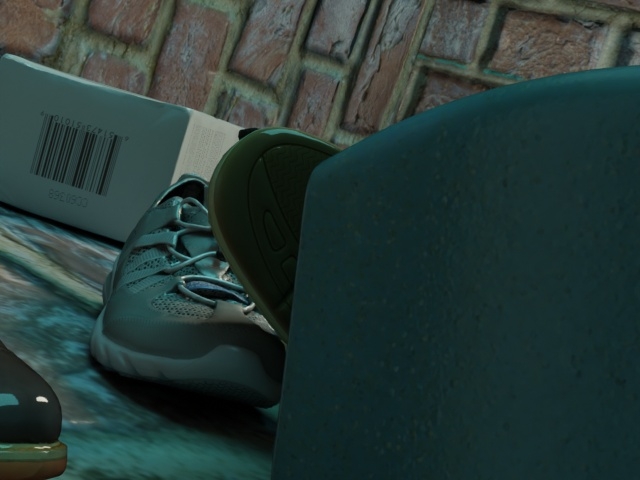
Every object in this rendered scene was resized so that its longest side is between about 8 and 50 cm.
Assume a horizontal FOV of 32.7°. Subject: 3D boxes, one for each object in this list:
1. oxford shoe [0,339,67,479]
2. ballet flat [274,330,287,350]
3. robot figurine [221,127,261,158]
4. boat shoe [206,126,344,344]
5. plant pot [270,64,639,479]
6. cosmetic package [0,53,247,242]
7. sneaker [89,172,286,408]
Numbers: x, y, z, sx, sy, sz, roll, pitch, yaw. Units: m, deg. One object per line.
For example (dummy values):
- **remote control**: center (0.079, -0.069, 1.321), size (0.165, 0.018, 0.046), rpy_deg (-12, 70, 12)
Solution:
- **oxford shoe**: center (-0.191, 0.014, 0.437), size (0.271, 0.098, 0.097), rpy_deg (22, 6, 35)
- **ballet flat**: center (-0.044, 0.060, 0.806), size (0.057, 0.049, 0.173), rpy_deg (17, 5, -26)
- **robot figurine**: center (0.000, 0.000, 0.972), size (0.085, 0.211, 0.291), rpy_deg (-37, 24, -29)
- **boat shoe**: center (0.039, 0.051, 0.641), size (0.302, 0.109, 0.098), rpy_deg (40, -17, -25)
- **plant pot**: center (0.123, 0.053, 0.470), size (0.252, 0.247, 0.248), rpy_deg (8, 0, 20)
- **cosmetic package**: center (-0.224, -0.097, 1.274), size (0.217, 0.156, 0.385), rpy_deg (17, 5, 3)
- **sneaker**: center (-0.085, 0.019, 0.688), size (0.105, 0.115, 0.281), rpy_deg (17, 8, -22)
